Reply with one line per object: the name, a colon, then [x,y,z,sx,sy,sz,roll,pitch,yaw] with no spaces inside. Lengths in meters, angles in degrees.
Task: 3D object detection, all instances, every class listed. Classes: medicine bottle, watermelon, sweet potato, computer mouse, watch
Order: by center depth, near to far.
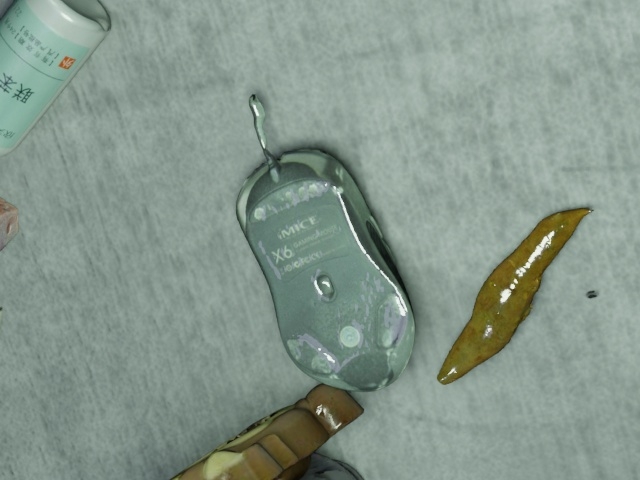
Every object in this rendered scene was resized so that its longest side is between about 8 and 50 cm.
sweet potato: [0.221,0.062,1.482,0.067,0.067,0.274,35,109,3]
watch: [-0.044,0.388,1.498,0.314,0.335,0.327,-34,85,20]
computer mouse: [0.000,0.000,1.513,0.167,0.090,0.379,-21,93,19]
medicine bottle: [-0.400,-0.167,1.556,0.110,0.110,0.352,44,110,0]
watermelon: [-0.428,-0.029,1.626,0.084,0.092,0.072,40,70,-8]

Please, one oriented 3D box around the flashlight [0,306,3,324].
flashlight: [-0.439,0.128,1.697,0.018,0.018,0.083,16,109,9]
